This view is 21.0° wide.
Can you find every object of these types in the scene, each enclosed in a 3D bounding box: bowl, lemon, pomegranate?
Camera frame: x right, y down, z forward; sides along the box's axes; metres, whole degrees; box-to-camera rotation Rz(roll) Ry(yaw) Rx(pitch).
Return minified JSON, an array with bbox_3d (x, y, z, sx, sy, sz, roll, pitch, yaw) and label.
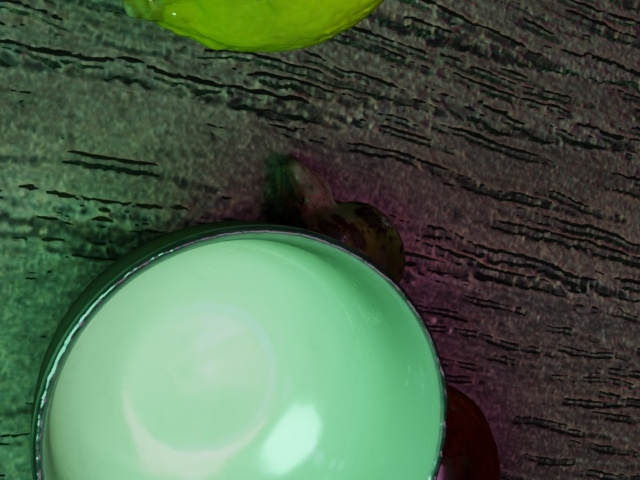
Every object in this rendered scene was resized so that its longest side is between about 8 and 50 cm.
[{"bbox_3d":[-0.085,0.139,1.464,0.353,0.185,0.354,-5,105,-17],"label":"bowl"},{"bbox_3d":[-0.035,-0.285,1.398,0.322,0.268,0.268,-45,126,-3],"label":"lemon"},{"bbox_3d":[0.006,0.004,1.582,0.138,0.125,0.163,-22,113,-21],"label":"pomegranate"}]

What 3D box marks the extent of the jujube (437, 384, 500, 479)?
[{"bbox_3d":[0.046,0.230,1.650,0.255,0.190,0.190,-7,105,-21],"label":"jujube"}]
